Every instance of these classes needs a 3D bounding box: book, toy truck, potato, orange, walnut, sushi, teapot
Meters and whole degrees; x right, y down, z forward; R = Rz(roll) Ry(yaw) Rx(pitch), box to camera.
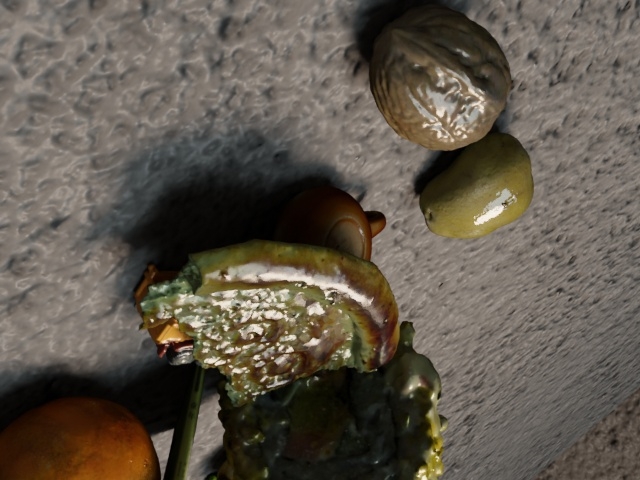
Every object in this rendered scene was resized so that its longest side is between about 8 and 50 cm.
[{"bbox_3d":[-0.224,0.369,1.603,0.035,0.352,0.239,14,133,-7],"label":"book"},{"bbox_3d":[-0.144,0.103,1.518,0.270,0.114,0.135,3,135,-46],"label":"toy truck"},{"bbox_3d":[0.252,-0.083,1.676,0.194,0.157,0.157,-24,149,1],"label":"potato"},{"bbox_3d":[-0.355,0.365,1.487,0.284,0.226,0.284,-25,119,-58],"label":"orange"},{"bbox_3d":[0.152,-0.214,1.360,0.178,0.178,0.230,-45,138,10],"label":"walnut"},{"bbox_3d":[0.023,0.287,1.662,0.351,0.397,0.240,-16,148,0],"label":"sushi"},{"bbox_3d":[0.000,0.000,1.532,0.252,0.135,0.178,-27,119,-46],"label":"teapot"}]

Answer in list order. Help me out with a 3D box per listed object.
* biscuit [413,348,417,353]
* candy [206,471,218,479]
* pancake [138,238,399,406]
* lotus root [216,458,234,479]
[{"bbox_3d":[0.089,0.299,2.048,0.274,0.091,0.213,-50,146,15],"label":"biscuit"},{"bbox_3d":[-0.211,0.564,2.104,0.149,0.069,0.246,4,129,-46],"label":"candy"},{"bbox_3d":[-0.051,0.114,1.417,0.305,0.067,0.427,-29,145,6],"label":"pancake"},{"bbox_3d":[-0.074,0.450,2.016,0.278,0.154,0.154,-5,136,-37],"label":"lotus root"}]
